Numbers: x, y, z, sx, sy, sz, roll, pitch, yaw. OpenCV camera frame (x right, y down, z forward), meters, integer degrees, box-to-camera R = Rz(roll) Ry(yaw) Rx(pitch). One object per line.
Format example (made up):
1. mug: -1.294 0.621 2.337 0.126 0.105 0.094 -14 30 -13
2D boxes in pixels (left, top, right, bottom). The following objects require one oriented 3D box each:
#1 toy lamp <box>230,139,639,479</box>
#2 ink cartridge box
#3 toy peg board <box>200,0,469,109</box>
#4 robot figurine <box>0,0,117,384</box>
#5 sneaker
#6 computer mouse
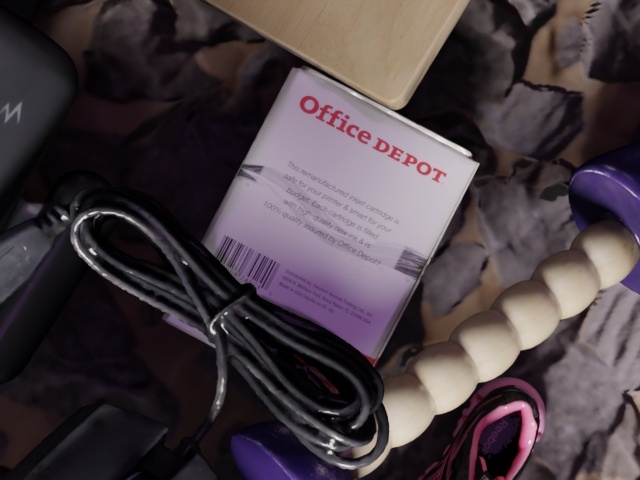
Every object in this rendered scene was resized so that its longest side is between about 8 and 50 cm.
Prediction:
1. toy lamp: 0.086 0.036 0.861 0.275 0.080 0.080 -35 88 -22
2. ink cartridge box: 0.000 0.000 0.900 0.099 0.056 0.135 28 88 -1
3. toy peg board: 0.017 -0.160 0.908 0.161 0.079 0.161 31 87 17
4. robot figurine: -0.215 -0.042 0.841 0.209 0.173 0.278 28 87 23
5. sneaker: 0.069 0.119 0.896 0.047 0.057 0.119 27 88 -3
6. computer mouse: -0.117 0.100 0.768 0.184 0.060 0.262 43 90 12
